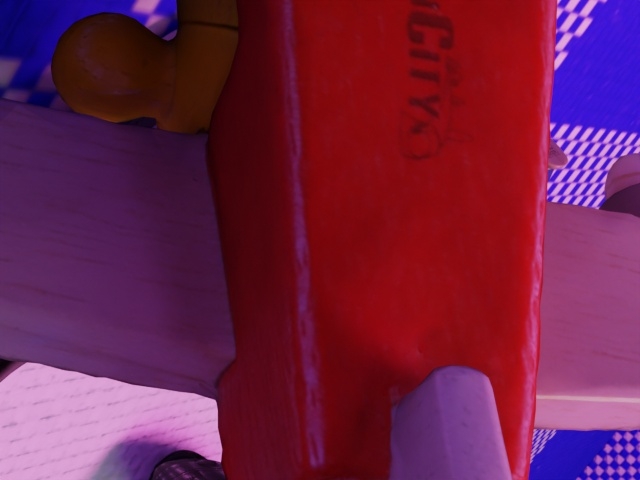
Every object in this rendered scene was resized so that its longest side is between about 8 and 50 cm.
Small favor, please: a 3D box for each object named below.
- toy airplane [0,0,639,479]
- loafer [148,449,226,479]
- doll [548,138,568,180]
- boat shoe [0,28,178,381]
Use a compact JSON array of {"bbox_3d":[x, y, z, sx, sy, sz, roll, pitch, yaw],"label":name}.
[{"bbox_3d":[0.000,0.000,0.432,0.384,0.386,0.272,-40,-178,-28],"label":"toy airplane"},{"bbox_3d":[-0.089,0.191,0.971,0.076,0.078,0.223,-36,173,-7],"label":"loafer"},{"bbox_3d":[0.150,-0.003,1.102,0.129,0.046,0.189,-25,149,-40],"label":"doll"},{"bbox_3d":[-0.092,-0.009,0.599,0.335,0.095,0.112,-32,154,-30],"label":"boat shoe"}]
